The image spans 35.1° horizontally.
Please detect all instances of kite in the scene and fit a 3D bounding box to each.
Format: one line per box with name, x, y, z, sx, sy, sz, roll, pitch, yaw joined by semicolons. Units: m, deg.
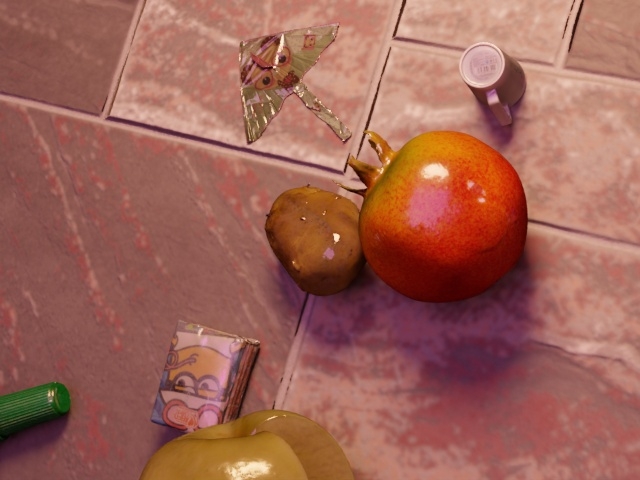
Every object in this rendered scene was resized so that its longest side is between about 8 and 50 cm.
kite;-0.038;-0.234;1.523;0.250;0.012;0.229;42;97;22

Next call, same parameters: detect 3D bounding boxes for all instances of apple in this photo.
apple;-0.089;0.354;1.276;0.292;0.292;0.254;-6;93;20

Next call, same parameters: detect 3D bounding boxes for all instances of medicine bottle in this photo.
medicine bottle;-0.529;0.284;1.574;0.309;0.076;0.111;-19;79;17

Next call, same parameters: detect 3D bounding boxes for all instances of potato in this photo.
potato;0.000;0.000;1.393;0.137;0.137;0.176;-41;54;9

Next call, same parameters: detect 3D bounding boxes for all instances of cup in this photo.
cup;0.233;-0.208;1.359;0.074;0.116;0.104;-13;82;20

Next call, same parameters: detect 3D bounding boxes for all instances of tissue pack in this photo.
tissue pack;-0.166;0.203;1.455;0.115;0.065;0.155;14;84;24

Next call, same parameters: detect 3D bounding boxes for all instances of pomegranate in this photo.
pomegranate;0.142;-0.043;1.294;0.256;0.221;0.221;36;94;-3
